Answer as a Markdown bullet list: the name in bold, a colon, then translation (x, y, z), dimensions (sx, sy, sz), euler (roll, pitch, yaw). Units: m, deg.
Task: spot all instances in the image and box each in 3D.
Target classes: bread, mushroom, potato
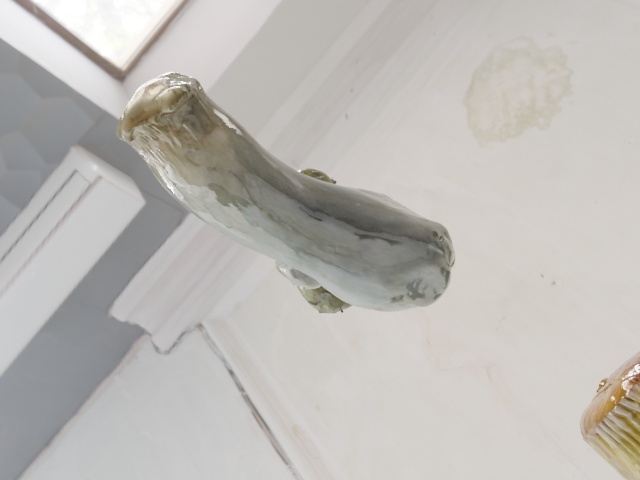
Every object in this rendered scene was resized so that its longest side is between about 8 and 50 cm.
- **bread**: translation (0.349, 0.185, 0.589), dimensions (0.132, 0.190, 0.114), euler (-40, -122, -7)
- **mushroom**: translation (-0.008, -0.019, 0.392), dimensions (0.099, 0.278, 0.096), euler (-17, -126, 52)
- **potato**: translation (0.000, 0.000, 0.836), dimensions (0.090, 0.117, 0.226), euler (-27, -105, 57)
